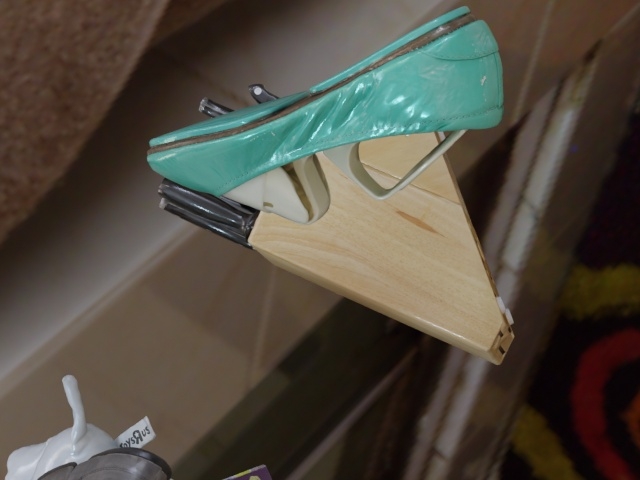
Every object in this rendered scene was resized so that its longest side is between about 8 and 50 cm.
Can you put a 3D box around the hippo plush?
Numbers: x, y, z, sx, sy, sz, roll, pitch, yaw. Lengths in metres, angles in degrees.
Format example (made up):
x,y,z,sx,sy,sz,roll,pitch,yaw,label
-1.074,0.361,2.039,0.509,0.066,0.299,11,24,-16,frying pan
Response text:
x,y,z,sx,sy,sz,roll,pitch,yaw,label
-0.293,0.360,2.106,0.234,0.236,0.294,31,145,-8,hippo plush

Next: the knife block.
x,y,z,sx,sy,sz,roll,pitch,yaw,label
0.000,0.000,1.399,0.242,0.088,0.276,-21,75,8,knife block

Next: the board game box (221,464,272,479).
x,y,z,sx,sy,sz,roll,pitch,yaw,label
-0.203,0.222,0.962,0.347,0.208,0.056,-29,84,31,board game box

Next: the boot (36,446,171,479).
x,y,z,sx,sy,sz,roll,pitch,yaw,label
-0.188,0.275,1.584,0.338,0.223,0.118,-9,127,37,boot

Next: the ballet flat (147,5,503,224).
x,y,z,sx,sy,sz,roll,pitch,yaw,label
0.002,-0.057,1.042,0.247,0.083,0.087,-20,94,32,ballet flat
